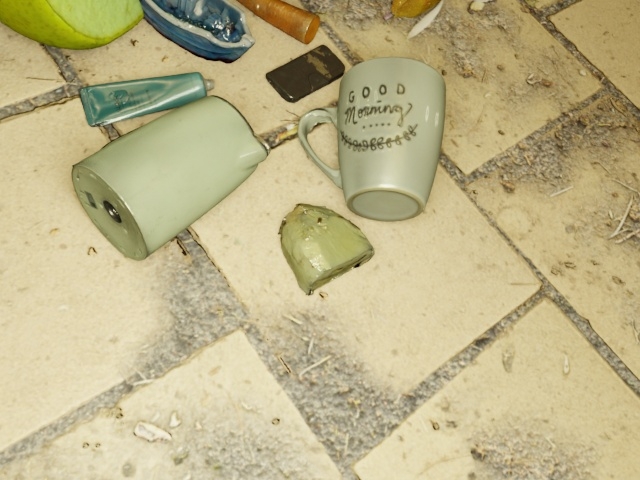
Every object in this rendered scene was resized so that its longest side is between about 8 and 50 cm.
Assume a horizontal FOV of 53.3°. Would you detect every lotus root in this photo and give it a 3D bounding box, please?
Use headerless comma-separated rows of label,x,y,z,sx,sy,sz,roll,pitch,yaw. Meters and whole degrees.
lotus root,0.000,-0.001,1.028,0.143,0.070,0.144,-36,77,-29

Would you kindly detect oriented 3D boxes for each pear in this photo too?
pear,-0.493,-0.480,1.024,0.318,0.342,0.238,18,51,26

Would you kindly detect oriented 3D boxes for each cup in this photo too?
cup,0.080,-0.162,1.095,0.258,0.186,0.234,0,68,18

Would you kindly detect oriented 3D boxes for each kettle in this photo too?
kettle,-0.243,-0.118,0.983,0.240,0.165,0.255,26,54,33

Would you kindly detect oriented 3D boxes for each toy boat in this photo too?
toy boat,-0.241,-0.434,1.149,0.309,0.142,0.129,38,58,7

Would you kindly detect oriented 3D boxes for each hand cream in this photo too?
hand cream,-0.294,-0.251,1.100,0.224,0.048,0.083,-16,71,-17

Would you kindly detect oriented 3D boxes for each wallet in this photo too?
wallet,-0.025,-0.319,1.219,0.157,0.018,0.082,-35,77,-29

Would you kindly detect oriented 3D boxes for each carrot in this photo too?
carrot,-0.104,-0.459,1.255,0.210,0.061,0.061,30,59,7

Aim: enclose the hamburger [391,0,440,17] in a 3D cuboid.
hamburger,0.238,-0.607,1.364,0.144,0.156,0.283,44,63,10
